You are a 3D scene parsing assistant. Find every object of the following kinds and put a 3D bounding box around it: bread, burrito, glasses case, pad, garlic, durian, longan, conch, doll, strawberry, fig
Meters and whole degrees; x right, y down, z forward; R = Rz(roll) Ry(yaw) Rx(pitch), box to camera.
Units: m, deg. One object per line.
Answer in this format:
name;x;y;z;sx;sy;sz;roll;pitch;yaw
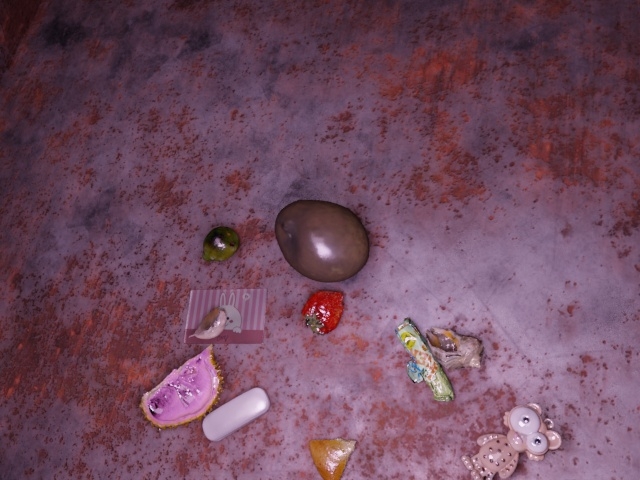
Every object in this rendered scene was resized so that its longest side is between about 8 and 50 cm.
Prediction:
bread;0.022;0.649;1.521;0.136;0.054;0.154;25;73;24
burrito;0.309;0.379;1.559;0.104;0.054;0.288;-30;65;0
glasses case;-0.273;0.562;1.616;0.233;0.059;0.092;-32;67;-2
pad;-0.339;0.268;1.778;0.300;0.005;0.202;-2;69;12
garlic;-0.378;0.302;1.741;0.084;0.066;0.152;19;68;47
durian;-0.436;0.515;1.653;0.341;0.112;0.191;-39;75;5
longan;0.000;0.000;1.668;0.350;0.288;0.288;30;78;30
conch;0.399;0.320;1.517;0.130;0.155;0.207;-55;48;8
doll;0.534;0.580;1.396;0.278;0.119;0.154;-41;54;-3
strawberry;0.009;0.234;1.659;0.131;0.131;0.148;15;43;18
fig;-0.376;0.027;1.841;0.156;0.123;0.123;-49;60;34
